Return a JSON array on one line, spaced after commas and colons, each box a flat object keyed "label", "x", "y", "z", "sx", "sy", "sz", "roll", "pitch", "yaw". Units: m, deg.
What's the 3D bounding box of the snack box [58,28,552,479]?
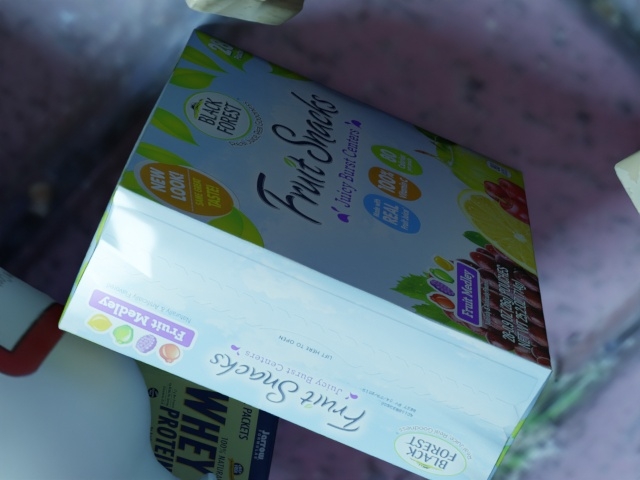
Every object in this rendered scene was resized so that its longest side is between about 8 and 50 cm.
[{"label": "snack box", "x": 0.000, "y": 0.000, "z": 0.688, "sx": 0.174, "sy": 0.207, "sz": 0.070, "roll": 23, "pitch": 111, "yaw": -5}]

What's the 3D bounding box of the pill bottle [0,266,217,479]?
[{"label": "pill bottle", "x": -0.218, "y": 0.089, "z": 0.655, "sx": 0.407, "sy": 0.229, "sz": 0.229, "roll": 31, "pitch": 111, "yaw": -2}]

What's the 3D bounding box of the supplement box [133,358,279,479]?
[{"label": "supplement box", "x": -0.059, "y": 0.070, "z": 0.787, "sx": 0.083, "sy": 0.083, "sz": 0.056, "roll": 9, "pitch": 115, "yaw": 0}]

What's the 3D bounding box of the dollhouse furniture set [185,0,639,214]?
[{"label": "dollhouse furniture set", "x": 0.129, "y": -0.182, "z": 0.640, "sx": 0.362, "sy": 0.256, "sz": 0.394, "roll": -30, "pitch": 86, "yaw": 14}]
